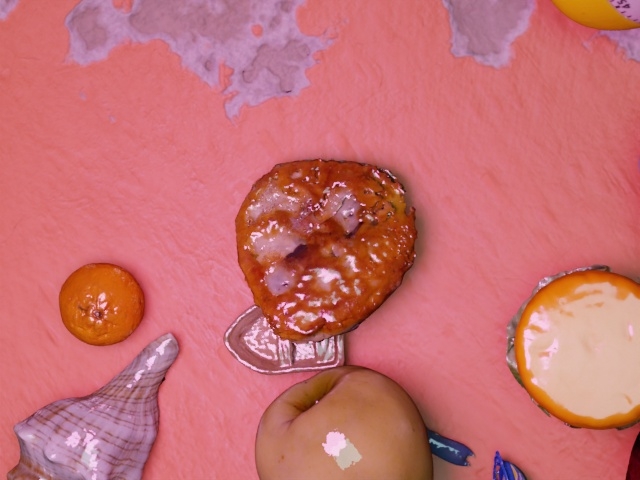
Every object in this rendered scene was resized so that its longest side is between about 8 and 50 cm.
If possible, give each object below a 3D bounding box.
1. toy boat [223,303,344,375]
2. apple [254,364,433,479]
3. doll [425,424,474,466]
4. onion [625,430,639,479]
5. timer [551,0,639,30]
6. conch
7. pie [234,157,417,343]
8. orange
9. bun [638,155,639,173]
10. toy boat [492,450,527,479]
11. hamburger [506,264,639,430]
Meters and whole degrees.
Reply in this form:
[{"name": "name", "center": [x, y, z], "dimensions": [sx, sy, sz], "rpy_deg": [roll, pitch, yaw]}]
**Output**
[{"name": "toy boat", "center": [-0.055, 0.148, 1.566], "dimensions": [0.188, 0.061, 0.116], "rpy_deg": [-3, 91, 7]}, {"name": "apple", "center": [0.037, 0.310, 1.468], "dimensions": [0.262, 0.262, 0.262], "rpy_deg": [0, 90, 7]}, {"name": "doll", "center": [0.179, 0.314, 1.556], "dimensions": [0.125, 0.027, 0.037], "rpy_deg": [25, 93, 3]}, {"name": "onion", "center": [0.539, 0.285, 1.432], "dimensions": [0.314, 0.146, 0.280], "rpy_deg": [23, 84, -37]}, {"name": "timer", "center": [0.396, -0.425, 1.448], "dimensions": [0.285, 0.285, 0.285], "rpy_deg": [0, 90, 7]}, {"name": "conch", "center": [-0.352, 0.315, 1.554], "dimensions": [0.386, 0.169, 0.203], "rpy_deg": [-40, 111, 7]}, {"name": "pie", "center": [0.000, 0.000, 1.522], "dimensions": [0.308, 0.085, 0.308], "rpy_deg": [-4, 70, 10]}, {"name": "orange", "center": [-0.344, 0.100, 1.574], "dimensions": [0.136, 0.117, 0.135], "rpy_deg": [0, 83, 4]}, {"name": "bun", "center": [0.617, -0.081, 1.420], "dimensions": [0.355, 0.194, 0.354], "rpy_deg": [0, 88, 5]}, {"name": "toy boat", "center": [0.265, 0.406, 1.511], "dimensions": [0.110, 0.091, 0.175], "rpy_deg": [-4, 85, -10]}, {"name": "hamburger", "center": [0.396, 0.155, 1.458], "dimensions": [0.246, 0.170, 0.246], "rpy_deg": [-2, 84, 16]}]
